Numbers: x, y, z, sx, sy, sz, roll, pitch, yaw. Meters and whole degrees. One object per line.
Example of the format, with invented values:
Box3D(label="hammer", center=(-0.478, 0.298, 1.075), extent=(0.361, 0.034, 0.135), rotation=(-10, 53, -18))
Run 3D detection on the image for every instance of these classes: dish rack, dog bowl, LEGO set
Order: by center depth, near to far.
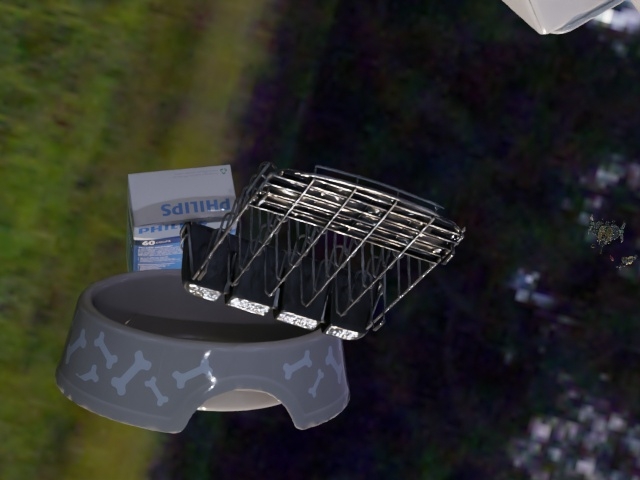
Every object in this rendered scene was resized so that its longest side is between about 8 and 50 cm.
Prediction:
Box3D(label="dish rack", center=(0.000, 0.000, 1.465), extent=(0.271, 0.208, 0.074), rotation=(131, -30, -55))
Box3D(label="dog bowl", center=(-0.133, 0.121, 1.895), extent=(0.349, 0.349, 0.102), rotation=(-63, 159, -74))
Box3D(label="LEGO set", center=(0.382, -0.001, 2.132), extent=(0.023, 0.054, 0.083), rotation=(-50, 119, -75))

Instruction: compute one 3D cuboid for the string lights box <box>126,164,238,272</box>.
Box3D(label="string lights box", center=(-0.185, -0.006, 2.114), extent=(0.259, 0.133, 0.076), rotation=(107, -25, -66))

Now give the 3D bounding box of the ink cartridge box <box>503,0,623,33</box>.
Box3D(label="ink cartridge box", center=(0.262, -0.458, 1.681), extent=(0.395, 0.285, 0.166), rotation=(63, -2, -31))

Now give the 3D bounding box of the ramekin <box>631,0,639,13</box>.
Box3D(label="ramekin", center=(0.494, -0.343, 1.961), extent=(0.273, 0.273, 0.127), rotation=(73, -9, -83))
